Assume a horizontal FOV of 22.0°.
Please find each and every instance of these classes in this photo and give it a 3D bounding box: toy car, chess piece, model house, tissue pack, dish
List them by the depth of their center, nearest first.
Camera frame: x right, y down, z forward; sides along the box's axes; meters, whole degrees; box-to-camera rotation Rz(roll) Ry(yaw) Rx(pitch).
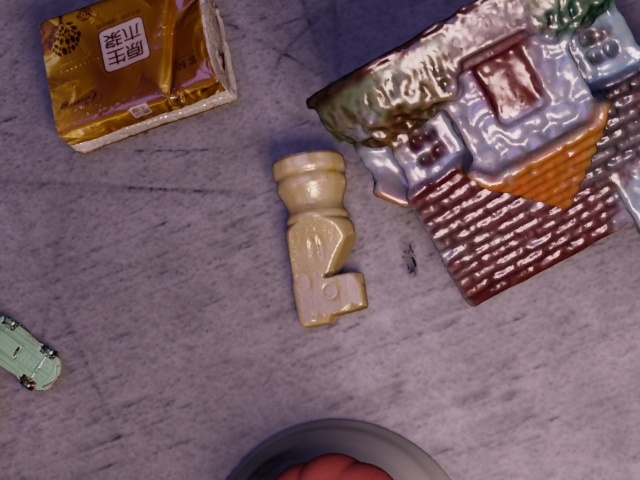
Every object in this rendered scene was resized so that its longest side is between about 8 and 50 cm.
[{"bbox_3d":[0.005,0.335,1.788,0.316,0.106,0.316,-6,67,14],"label":"dish"},{"bbox_3d":[0.219,-0.101,1.837,0.360,0.297,0.339,-29,95,3],"label":"model house"},{"bbox_3d":[0.000,0.000,1.949,0.090,0.090,0.200,-12,77,12],"label":"chess piece"},{"bbox_3d":[-0.363,0.140,2.015,0.122,0.035,0.059,33,86,22],"label":"toy car"},{"bbox_3d":[-0.232,-0.227,2.096,0.226,0.092,0.183,-19,65,11],"label":"tissue pack"}]

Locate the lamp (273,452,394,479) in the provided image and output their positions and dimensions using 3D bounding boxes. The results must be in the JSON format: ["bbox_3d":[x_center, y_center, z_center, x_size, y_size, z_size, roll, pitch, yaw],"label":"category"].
[{"bbox_3d":[0.017,0.306,1.670,0.182,0.140,0.182,-4,80,25],"label":"lamp"}]
